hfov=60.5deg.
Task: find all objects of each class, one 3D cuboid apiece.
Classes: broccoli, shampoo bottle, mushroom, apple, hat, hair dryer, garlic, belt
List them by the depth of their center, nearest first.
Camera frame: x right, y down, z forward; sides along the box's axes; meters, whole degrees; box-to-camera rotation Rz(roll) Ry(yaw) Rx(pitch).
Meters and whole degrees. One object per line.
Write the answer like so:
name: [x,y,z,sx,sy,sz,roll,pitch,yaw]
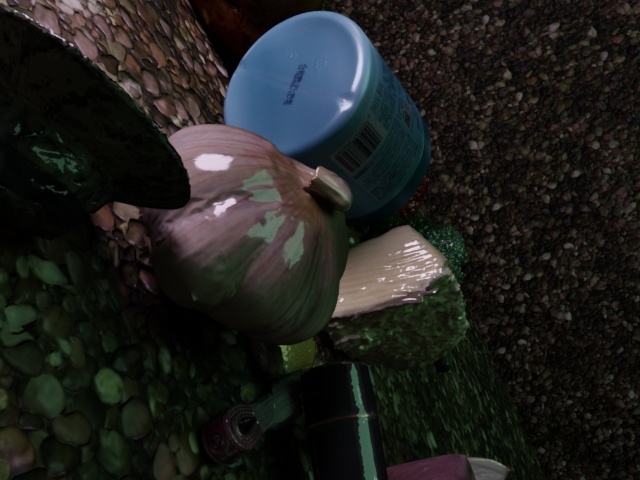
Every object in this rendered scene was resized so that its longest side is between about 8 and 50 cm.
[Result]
hat: [-0.261,-0.075,0.509,0.265,0.265,0.128,50,62,-39]
garlic: [-0.097,-0.013,0.726,0.321,0.241,0.322,23,16,-7]
belt: [-0.081,0.239,0.747,0.071,0.053,0.232,58,17,10]
hair dryer: [0.060,0.335,0.888,0.352,0.107,0.189,66,13,-60]
shampoo bottle: [0.023,-0.238,1.145,0.342,0.331,0.332,33,38,-56]
mushroom: [-0.134,-0.544,1.161,0.346,0.345,0.260,57,44,-23]
mushroom: [0.290,0.585,1.238,0.162,0.173,0.237,137,-23,-73]
apple: [0.049,0.006,1.318,0.089,0.074,0.090,40,17,-15]
broccoli: [0.229,0.078,1.403,0.275,0.307,0.308,75,4,-58]

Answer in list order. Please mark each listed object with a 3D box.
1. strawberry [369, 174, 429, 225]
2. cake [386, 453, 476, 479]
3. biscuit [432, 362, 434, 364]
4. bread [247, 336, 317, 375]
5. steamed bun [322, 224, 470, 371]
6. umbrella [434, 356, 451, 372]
strawberry: [0.173,-0.147,1.620,0.288,0.249,0.239,-39,140,-48]
cake: [0.126,0.469,0.769,0.308,0.229,0.237,5,61,-67]
biscuit: [0.261,0.192,1.676,0.359,0.074,0.382,42,34,-53]
bread: [-0.066,0.146,0.857,0.106,0.082,0.125,4,74,-57]
steamed bun: [0.150,0.143,1.156,0.274,0.290,0.272,-100,172,-55]
umbrella: [0.341,0.218,1.615,0.143,0.094,0.349,42,33,-42]
